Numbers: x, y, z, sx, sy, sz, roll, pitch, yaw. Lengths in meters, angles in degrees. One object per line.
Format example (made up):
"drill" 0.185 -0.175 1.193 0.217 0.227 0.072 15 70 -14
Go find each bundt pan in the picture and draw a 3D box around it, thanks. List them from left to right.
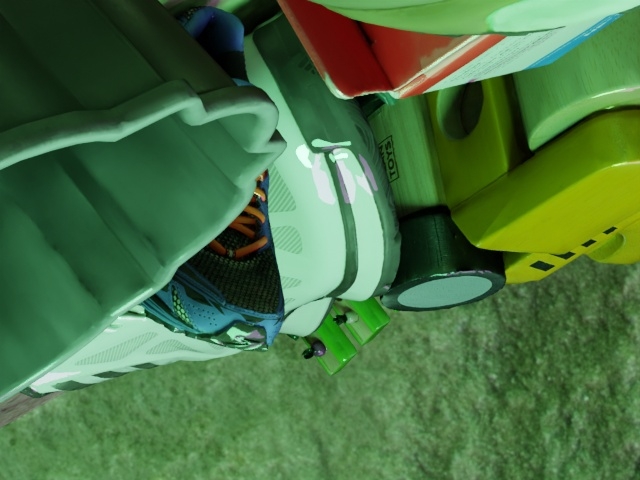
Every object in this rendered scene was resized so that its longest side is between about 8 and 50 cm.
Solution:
"bundt pan" -0.181 0.001 0.482 0.331 0.124 0.331 -33 171 -6

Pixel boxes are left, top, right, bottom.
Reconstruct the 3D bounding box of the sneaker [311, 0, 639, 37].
"sneaker" 0.048 -0.164 0.233 0.182 0.158 0.410 6 161 -25

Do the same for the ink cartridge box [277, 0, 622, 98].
"ink cartridge box" 0.049 -0.133 0.518 0.078 0.134 0.231 -32 176 27

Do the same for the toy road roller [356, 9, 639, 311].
"toy road roller" 0.182 -0.084 1.002 0.241 0.202 0.329 3 156 -29

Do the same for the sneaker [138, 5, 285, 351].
"sneaker" -0.060 -0.037 0.680 0.083 0.221 0.087 13 129 -33

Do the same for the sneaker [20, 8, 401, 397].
"sneaker" -0.109 0.017 0.930 0.257 0.169 0.447 -22 166 -15

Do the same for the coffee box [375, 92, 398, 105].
"coffee box" 0.081 -0.159 0.756 0.184 0.040 0.113 -48 173 5

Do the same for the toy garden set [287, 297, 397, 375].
"toy garden set" 0.000 0.000 1.347 0.049 0.204 0.244 -26 164 -42
